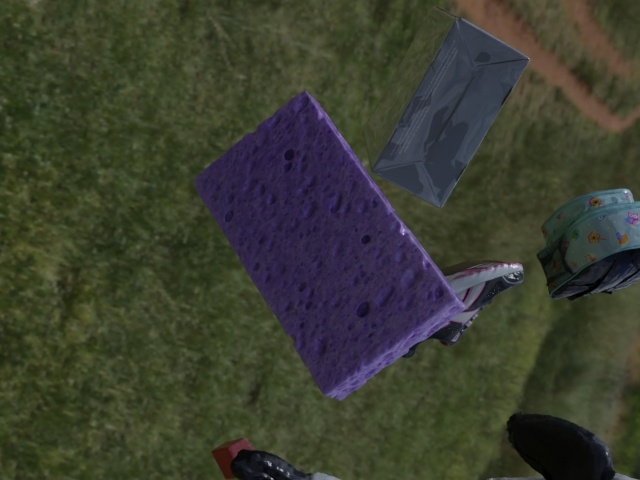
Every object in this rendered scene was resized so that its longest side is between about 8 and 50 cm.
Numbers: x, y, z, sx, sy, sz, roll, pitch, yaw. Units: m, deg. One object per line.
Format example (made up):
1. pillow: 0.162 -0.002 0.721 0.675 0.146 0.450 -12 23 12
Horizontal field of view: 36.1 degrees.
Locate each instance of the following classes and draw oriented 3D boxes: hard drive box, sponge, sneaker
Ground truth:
1. hard drive box: 0.130 -0.158 1.100 0.181 0.089 0.232 -60 -172 15
2. sponge: 0.000 0.000 0.727 0.117 0.210 0.031 -39 155 11
3. sneaker: 0.142 0.075 1.078 0.072 0.178 0.077 -162 -126 -74

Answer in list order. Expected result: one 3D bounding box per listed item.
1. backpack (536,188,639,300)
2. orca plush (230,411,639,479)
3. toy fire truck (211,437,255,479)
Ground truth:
1. backpack: 0.436 0.001 1.494 0.188 0.166 0.144 133 -51 -67
2. orca plush: 0.074 0.162 0.469 0.102 0.287 0.151 -38 137 -51
3. toy fire truck: -0.093 0.338 1.113 0.135 0.192 0.047 -32 -177 -36
